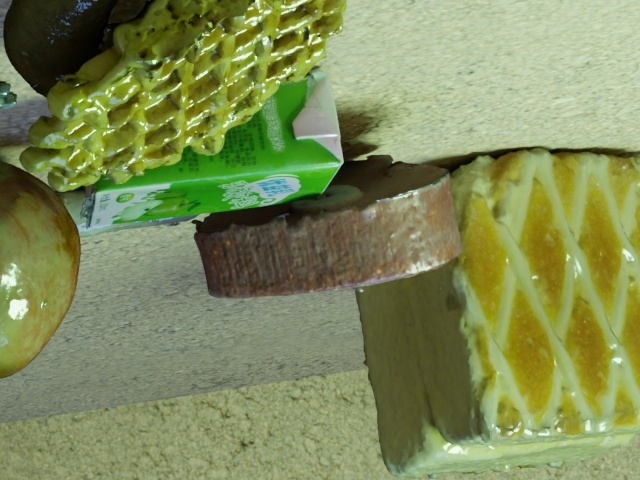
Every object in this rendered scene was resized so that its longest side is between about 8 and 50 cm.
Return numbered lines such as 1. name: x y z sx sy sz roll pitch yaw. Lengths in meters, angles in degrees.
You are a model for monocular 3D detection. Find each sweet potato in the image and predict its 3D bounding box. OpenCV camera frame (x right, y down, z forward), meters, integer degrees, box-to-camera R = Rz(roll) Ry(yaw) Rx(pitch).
1. sweet potato: -0.206 -0.175 1.633 0.124 0.098 0.310 -28 168 -10

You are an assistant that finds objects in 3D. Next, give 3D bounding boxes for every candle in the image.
1. candle: 0.000 0.000 2.169 0.287 0.131 0.317 -16 -169 -26

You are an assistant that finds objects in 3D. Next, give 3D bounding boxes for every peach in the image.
1. peach: -0.374 0.047 2.075 0.232 0.232 0.257 -6 124 -13

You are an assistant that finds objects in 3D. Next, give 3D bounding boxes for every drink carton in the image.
1. drink carton: -0.123 -0.095 1.991 0.271 0.108 0.161 -8 169 -12

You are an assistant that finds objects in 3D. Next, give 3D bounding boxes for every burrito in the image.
1. burrito: -0.221 -0.041 2.247 0.226 0.060 0.087 -9 171 1

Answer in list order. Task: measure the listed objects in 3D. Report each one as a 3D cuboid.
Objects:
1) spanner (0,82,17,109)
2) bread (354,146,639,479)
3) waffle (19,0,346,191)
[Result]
1. spanner: -0.419 -0.129 1.848 0.254 0.015 0.054 -6 168 -13
2. bread: 0.263 0.099 2.481 0.371 0.390 0.279 0 168 -31
3. waffle: -0.107 -0.147 1.643 0.312 0.060 0.307 -18 156 -51
